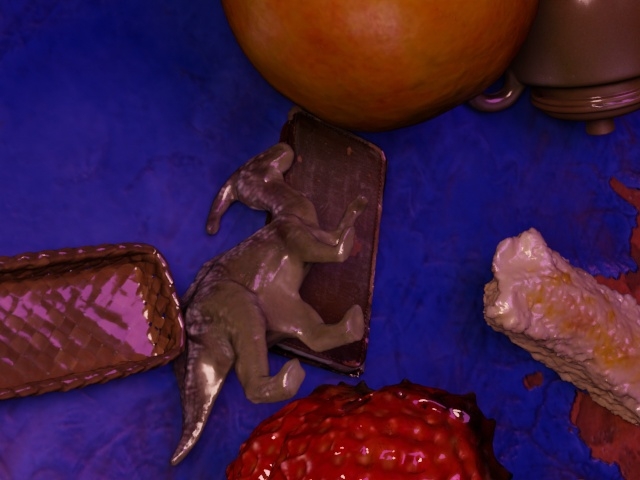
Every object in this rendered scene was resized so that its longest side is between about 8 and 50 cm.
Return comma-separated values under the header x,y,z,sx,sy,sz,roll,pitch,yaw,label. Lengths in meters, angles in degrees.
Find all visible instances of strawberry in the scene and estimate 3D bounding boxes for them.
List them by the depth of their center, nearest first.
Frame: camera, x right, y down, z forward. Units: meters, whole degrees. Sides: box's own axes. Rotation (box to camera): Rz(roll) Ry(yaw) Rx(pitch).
x,y,z,sx,sy,sz,roll,pitch,yaw,label
0.014,0.240,0.936,0.288,0.238,0.250,-51,122,-25,strawberry

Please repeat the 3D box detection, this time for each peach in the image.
x,y,z,sx,sy,sz,roll,pitch,yaw,label
0.039,-0.250,1.104,0.332,0.307,0.308,44,45,-53,peach

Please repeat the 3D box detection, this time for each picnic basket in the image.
x,y,z,sx,sy,sz,roll,pitch,yaw,label
-0.202,0.065,0.985,0.193,0.055,0.110,-7,75,-35,picnic basket

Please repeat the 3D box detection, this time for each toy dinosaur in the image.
x,y,z,sx,sy,sz,roll,pitch,yaw,label
-0.044,0.042,1.046,0.077,0.162,0.294,56,42,-37,toy dinosaur

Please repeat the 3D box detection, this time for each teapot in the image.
x,y,z,sx,sy,sz,roll,pitch,yaw,label
0.271,-0.192,1.336,0.267,0.185,0.175,-13,109,-6,teapot

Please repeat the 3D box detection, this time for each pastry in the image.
x,y,z,sx,sy,sz,roll,pitch,yaw,label
0.253,0.087,1.246,0.258,0.089,0.122,27,61,-20,pastry

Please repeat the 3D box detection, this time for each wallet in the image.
x,y,z,sx,sy,sz,roll,pitch,yaw,label
0.000,0.000,1.158,0.121,0.031,0.232,23,61,-28,wallet
